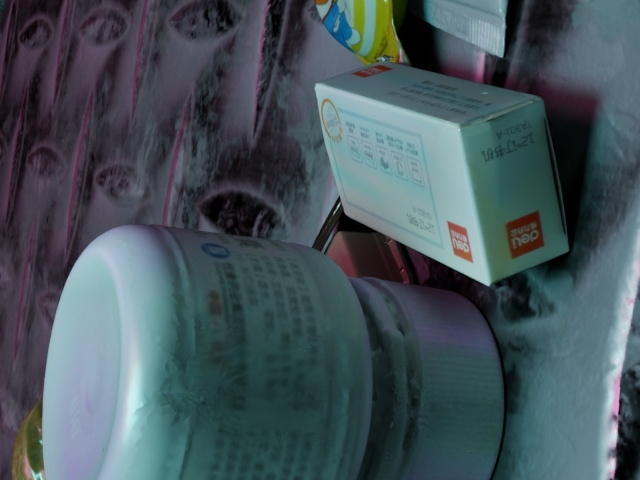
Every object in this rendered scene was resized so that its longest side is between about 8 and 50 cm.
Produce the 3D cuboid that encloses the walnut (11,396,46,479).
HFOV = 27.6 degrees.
[{"bbox_3d":[-0.318,0.291,1.732,0.213,0.213,0.213,-28,59,59],"label":"walnut"}]

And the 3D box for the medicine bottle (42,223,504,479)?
[{"bbox_3d":[-0.040,0.126,1.057,0.256,0.325,0.256,-26,61,61],"label":"medicine bottle"}]

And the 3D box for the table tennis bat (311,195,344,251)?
[{"bbox_3d":[0.000,0.000,1.292,0.234,0.022,0.131,-59,2,34],"label":"table tennis bat"}]

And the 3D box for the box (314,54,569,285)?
[{"bbox_3d":[0.090,-0.067,1.069,0.269,0.079,0.135,28,135,63],"label":"box"}]

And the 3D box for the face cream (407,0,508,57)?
[{"bbox_3d":[0.133,-0.391,1.126,0.235,0.137,0.420,-137,47,-57],"label":"face cream"}]

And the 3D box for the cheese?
[{"bbox_3d":[0.048,-0.218,1.238,0.177,0.069,0.270,116,138,-67],"label":"cheese"}]

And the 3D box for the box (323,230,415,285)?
[{"bbox_3d":[0.031,0.051,1.229,0.122,0.062,0.089,-62,32,37],"label":"box"}]
